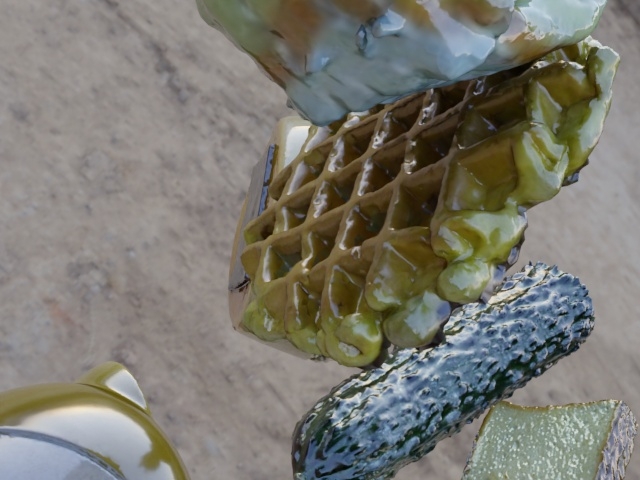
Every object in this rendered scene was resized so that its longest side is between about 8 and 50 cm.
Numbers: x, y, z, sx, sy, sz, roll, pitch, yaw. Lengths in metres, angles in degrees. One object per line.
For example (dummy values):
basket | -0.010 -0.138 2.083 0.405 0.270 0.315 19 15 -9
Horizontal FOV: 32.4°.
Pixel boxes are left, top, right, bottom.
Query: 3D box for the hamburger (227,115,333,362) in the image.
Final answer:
hamburger | 0.000 0.000 1.273 0.176 0.300 0.300 11 49 -13

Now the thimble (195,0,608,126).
thimble | 0.036 -0.208 0.586 0.254 0.167 0.288 9 75 -39

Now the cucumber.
cucumber | 0.098 0.120 0.897 0.359 0.096 0.096 -27 80 -41

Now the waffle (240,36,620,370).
waffle | 0.057 -0.048 0.711 0.058 0.300 0.282 41 71 -25

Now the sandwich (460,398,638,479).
sandwich | 0.302 0.295 1.470 0.065 0.214 0.186 50 49 -29

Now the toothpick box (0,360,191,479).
toothpick box | -0.374 0.394 1.456 0.425 0.409 0.409 -29 82 -46
